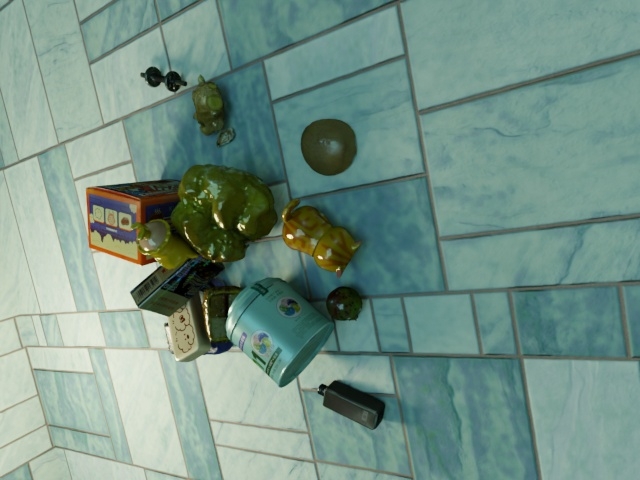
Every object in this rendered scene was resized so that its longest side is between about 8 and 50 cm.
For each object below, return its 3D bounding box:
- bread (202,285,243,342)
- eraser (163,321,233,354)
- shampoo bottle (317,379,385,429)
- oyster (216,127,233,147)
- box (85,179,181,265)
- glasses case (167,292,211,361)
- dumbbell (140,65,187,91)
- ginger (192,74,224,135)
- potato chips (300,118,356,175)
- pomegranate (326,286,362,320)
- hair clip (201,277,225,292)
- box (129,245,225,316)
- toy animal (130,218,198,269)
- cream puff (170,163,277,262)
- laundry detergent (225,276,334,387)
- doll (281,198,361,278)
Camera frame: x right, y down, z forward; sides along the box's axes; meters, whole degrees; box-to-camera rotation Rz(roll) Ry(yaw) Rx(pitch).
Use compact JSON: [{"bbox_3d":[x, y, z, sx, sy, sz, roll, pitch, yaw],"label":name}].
[{"bbox_3d":[-0.368,0.286,1.774,0.096,0.181,0.223,-166,70,-67],"label":"bread"},{"bbox_3d":[-0.530,0.412,1.935,0.331,0.101,0.155,-7,97,33],"label":"eraser"},{"bbox_3d":[0.102,0.576,1.605,0.245,0.079,0.080,17,108,27],"label":"shampoo bottle"},{"bbox_3d":[-0.362,-0.391,1.699,0.093,0.034,0.051,-21,106,21],"label":"oyster"},{"bbox_3d":[-0.662,-0.091,1.758,0.318,0.348,0.257,13,107,30],"label":"box"},{"bbox_3d":[-0.550,0.316,1.842,0.143,0.076,0.337,-33,61,21],"label":"glasses case"},{"bbox_3d":[-0.619,-0.634,1.770,0.253,0.081,0.082,19,110,26],"label":"dumbbell"},{"bbox_3d":[-0.415,-0.503,1.666,0.157,0.102,0.217,5,107,54],"label":"ginger"},{"bbox_3d":[0.013,-0.308,1.476,0.208,0.061,0.195,40,120,15],"label":"potato chips"},{"bbox_3d":[0.080,0.220,1.517,0.130,0.130,0.131,7,104,29],"label":"pomegranate"},{"bbox_3d":[-0.436,0.218,1.869,0.195,0.052,0.124,36,122,14],"label":"hair clip"},{"bbox_3d":[-0.544,0.152,1.732,0.310,0.198,0.084,-41,63,2],"label":"box"},{"bbox_3d":[-0.541,0.006,1.543,0.155,0.229,0.156,-9,67,23],"label":"toy animal"},{"bbox_3d":[-0.336,-0.070,1.562,0.377,0.378,0.276,-17,56,32],"label":"cream puff"},{"bbox_3d":[-0.155,0.302,1.578,0.305,0.287,0.287,37,117,18],"label":"laundry detergent"},{"bbox_3d":[-0.004,-0.006,1.498,0.269,0.162,0.167,31,100,11],"label":"doll"}]
